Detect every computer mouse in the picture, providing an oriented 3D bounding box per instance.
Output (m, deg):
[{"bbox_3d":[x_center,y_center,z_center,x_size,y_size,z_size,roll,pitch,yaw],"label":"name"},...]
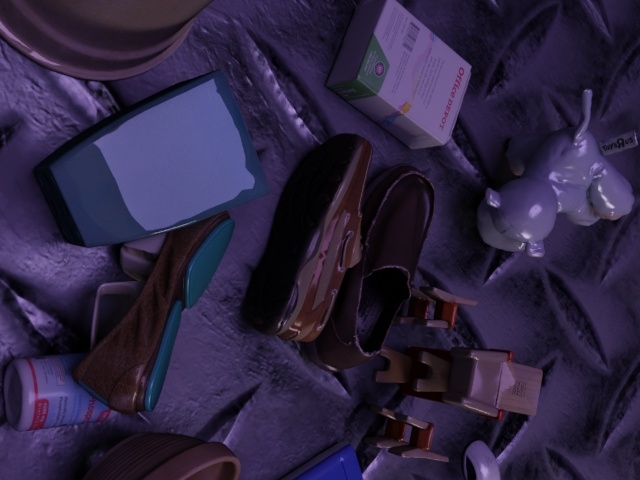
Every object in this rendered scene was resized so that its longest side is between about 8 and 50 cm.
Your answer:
[{"bbox_3d":[0.300,0.458,1.495,0.106,0.042,0.193,-16,99,-35],"label":"computer mouse"}]

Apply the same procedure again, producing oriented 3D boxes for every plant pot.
[{"bbox_3d":[-0.214,-0.377,0.957,0.333,0.305,0.334,1,88,-37],"label":"plant pot"},{"bbox_3d":[-0.222,-0.090,1.041,0.234,0.165,0.166,-27,106,-26],"label":"plant pot"},{"bbox_3d":[-0.222,0.319,1.032,0.237,0.109,0.237,-39,155,-22],"label":"plant pot"}]

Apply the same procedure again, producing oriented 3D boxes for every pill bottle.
[{"bbox_3d":[-0.298,0.182,1.020,0.160,0.087,0.087,0,89,-36],"label":"pill bottle"}]

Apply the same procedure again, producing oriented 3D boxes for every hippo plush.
[{"bbox_3d":[0.409,-0.065,1.457,0.234,0.294,0.237,42,72,-5],"label":"hippo plush"}]

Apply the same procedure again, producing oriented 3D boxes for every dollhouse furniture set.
[{"bbox_3d":[0.202,0.214,1.292,0.135,0.259,0.262,16,81,-26],"label":"dollhouse furniture set"}]

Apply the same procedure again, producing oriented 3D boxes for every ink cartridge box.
[{"bbox_3d":[0.132,-0.267,1.350,0.212,0.093,0.154,29,73,-32],"label":"ink cartridge box"}]

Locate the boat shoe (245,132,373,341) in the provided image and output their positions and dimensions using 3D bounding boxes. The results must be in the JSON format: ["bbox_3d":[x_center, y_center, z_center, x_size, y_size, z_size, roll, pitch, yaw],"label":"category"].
[{"bbox_3d":[0.000,0.000,1.240,0.120,0.122,0.324,31,79,-38],"label":"boat shoe"}]

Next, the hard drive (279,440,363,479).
[{"bbox_3d":[-0.050,0.469,1.231,0.318,0.040,0.210,-24,104,-35],"label":"hard drive"}]

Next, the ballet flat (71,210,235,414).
[{"bbox_3d":[-0.215,0.067,1.053,0.124,0.116,0.342,16,47,3],"label":"ballet flat"}]

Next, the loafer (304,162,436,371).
[{"bbox_3d":[0.108,0.044,1.302,0.133,0.130,0.366,34,70,-32],"label":"loafer"}]
